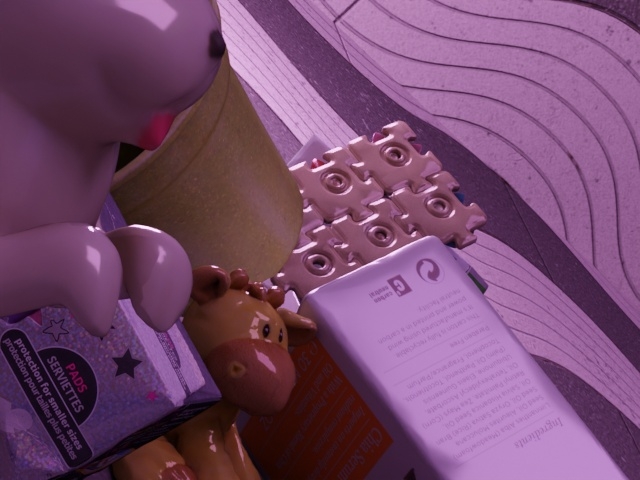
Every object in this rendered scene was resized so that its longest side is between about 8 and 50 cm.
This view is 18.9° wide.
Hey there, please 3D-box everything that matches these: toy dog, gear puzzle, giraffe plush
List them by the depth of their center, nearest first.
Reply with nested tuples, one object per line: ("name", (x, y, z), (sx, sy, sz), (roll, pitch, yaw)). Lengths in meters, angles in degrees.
("toy dog", (-0.230, -0.075, 1.137), (0.395, 0.408, 0.284), (54, 15, 21))
("giraffe plush", (-0.086, 0.114, 1.543), (0.210, 0.170, 0.181), (52, 15, 16))
("gear puzzle", (0.000, 0.000, 1.969), (0.339, 0.044, 0.175), (-25, 61, -28))

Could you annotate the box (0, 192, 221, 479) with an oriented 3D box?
("box", (-0.197, 0.039, 1.347), (0.247, 0.142, 0.163), (59, 5, 6))

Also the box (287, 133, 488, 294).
("box", (0.058, 0.017, 2.170), (0.231, 0.127, 0.262), (40, 1, 12))

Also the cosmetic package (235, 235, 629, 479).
("cosmetic package", (0.134, 0.250, 1.639), (0.161, 0.230, 0.453), (-25, 68, -36))

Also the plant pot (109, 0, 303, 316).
("plant pot", (-0.149, -0.069, 1.734), (0.254, 0.276, 0.276), (50, 9, -44))

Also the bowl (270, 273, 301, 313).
("bowl", (0.001, 0.106, 2.060), (0.142, 0.053, 0.142), (38, 18, -33))
